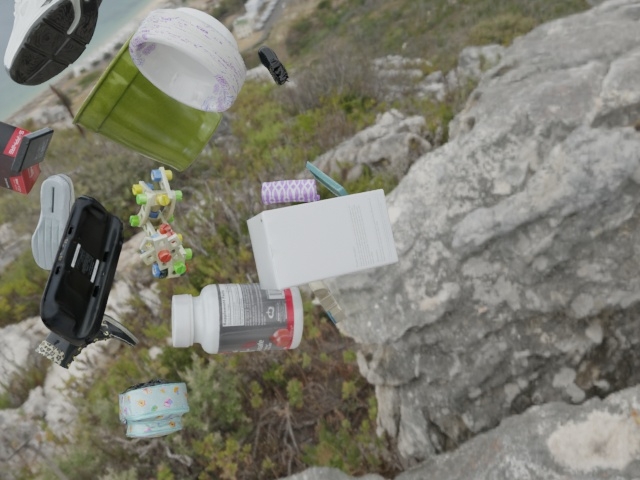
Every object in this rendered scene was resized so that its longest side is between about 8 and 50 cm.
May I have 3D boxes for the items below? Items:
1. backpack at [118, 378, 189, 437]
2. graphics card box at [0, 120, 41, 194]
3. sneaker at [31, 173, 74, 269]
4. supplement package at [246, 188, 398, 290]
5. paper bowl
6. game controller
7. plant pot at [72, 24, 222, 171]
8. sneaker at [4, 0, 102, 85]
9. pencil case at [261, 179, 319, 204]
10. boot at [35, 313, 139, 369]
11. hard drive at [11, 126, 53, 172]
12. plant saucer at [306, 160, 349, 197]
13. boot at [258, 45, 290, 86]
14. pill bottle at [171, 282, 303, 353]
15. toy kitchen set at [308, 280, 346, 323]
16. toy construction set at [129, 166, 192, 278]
[{"bbox_3d":[-0.416,0.419,1.552,0.165,0.188,0.145,0,66,-28],"label":"backpack"},{"bbox_3d":[-0.942,-0.260,1.610,0.370,0.233,0.094,21,65,-12],"label":"graphics card box"},{"bbox_3d":[-0.679,-0.050,1.600,0.094,0.258,0.091,17,19,-3],"label":"sneaker"},{"bbox_3d":[0.000,0.000,1.432,0.292,0.178,0.175,-11,0,-19],"label":"supplement package"},{"bbox_3d":[-0.319,-0.463,1.544,0.284,0.284,0.148,11,69,34],"label":"paper bowl"},{"bbox_3d":[-0.510,0.061,1.335,0.067,0.166,0.319,-11,56,23],"label":"game controller"},{"bbox_3d":[-0.509,-0.408,1.920,0.366,0.353,0.367,-45,22,24],"label":"plant pot"},{"bbox_3d":[-0.681,-0.617,1.517,0.257,0.169,0.448,36,96,15],"label":"sneaker"},{"bbox_3d":[-0.111,-0.167,2.185,0.206,0.088,0.086,-3,50,7],"label":"pencil case"},{"bbox_3d":[-0.651,0.286,1.729,0.085,0.236,0.179,-13,44,62],"label":"boot"},{"bbox_3d":[-0.713,-0.226,1.531,0.022,0.094,0.135,26,17,-9],"label":"hard drive"},{"bbox_3d":[0.021,-0.153,1.648,0.018,0.067,0.192,-43,41,-3],"label":"plant saucer"},{"bbox_3d":[-0.123,-0.459,1.612,0.045,0.121,0.099,-30,9,0],"label":"boot"},{"bbox_3d":[-0.215,0.198,1.580,0.318,0.176,0.176,-1,34,-16],"label":"pill bottle"},{"bbox_3d":[-0.047,0.188,1.872,0.166,0.207,0.122,-33,49,-1],"label":"toy kitchen set"},{"bbox_3d":[-0.416,-0.025,1.632,0.151,0.215,0.328,4,36,-24],"label":"toy construction set"}]
